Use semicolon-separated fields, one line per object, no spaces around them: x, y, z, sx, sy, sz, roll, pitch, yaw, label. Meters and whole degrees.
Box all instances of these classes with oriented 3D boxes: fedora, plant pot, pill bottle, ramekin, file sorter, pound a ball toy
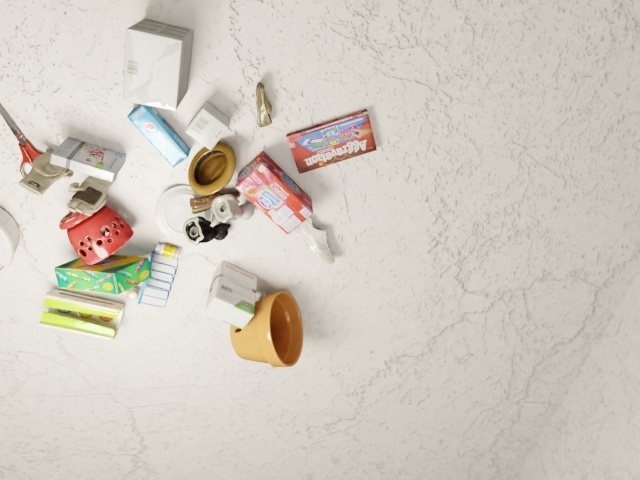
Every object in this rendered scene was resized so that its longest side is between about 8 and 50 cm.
-0.348;-0.230;1.640;0.194;0.194;0.079;-33;156;14;fedora
-0.217;0.356;1.936;0.203;0.291;0.291;-11;124;22;plant pot
-0.567;0.038;1.826;0.083;0.043;0.043;19;118;-17;pill bottle
-0.766;-0.039;1.678;0.191;0.191;0.174;-24;115;9;plant pot
-1.177;-0.013;1.690;0.272;0.127;0.273;-3;121;-4;ramekin
-0.608;0.150;1.849;0.104;0.118;0.170;16;119;-18;file sorter
-0.877;0.247;1.896;0.318;0.136;0.208;14;94;-13;pound a ball toy

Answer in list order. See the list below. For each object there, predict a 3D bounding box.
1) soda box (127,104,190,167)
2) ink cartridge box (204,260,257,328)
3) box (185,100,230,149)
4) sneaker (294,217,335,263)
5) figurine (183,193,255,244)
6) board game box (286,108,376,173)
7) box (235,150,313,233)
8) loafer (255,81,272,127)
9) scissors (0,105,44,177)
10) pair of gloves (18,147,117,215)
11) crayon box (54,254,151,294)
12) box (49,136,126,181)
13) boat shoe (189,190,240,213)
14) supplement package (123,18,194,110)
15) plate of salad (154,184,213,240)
-0.514;-0.342;1.580;0.067;0.071;0.210;-31;119;13;soda box
-0.331;0.201;1.847;0.160;0.219;0.093;28;118;-19;ink cartridge box
-0.357;-0.366;1.571;0.102;0.087;0.101;35;113;-24;box
0.000;0.000;1.841;0.094;0.080;0.212;-42;116;6;sneaker
-0.334;-0.071;1.709;0.214;0.209;0.092;-35;79;16;figurine
0.039;-0.331;1.665;0.281;0.027;0.145;-17;123;5;board game box
-0.155;-0.162;1.693;0.128;0.123;0.257;-39;117;17;box
-0.179;-0.432;1.569;0.050;0.056;0.148;-2;132;-5;loafer
-0.950;-0.322;1.587;0.108;0.021;0.297;-4;121;0;scissors
-0.802;-0.186;1.582;0.240;0.204;0.042;26;138;-21;pair of gloves
-0.756;0.112;1.718;0.278;0.165;0.081;3;108;23;crayon box
-0.735;-0.259;1.569;0.186;0.145;0.038;18;119;-15;box
-0.368;-0.145;1.711;0.177;0.064;0.060;-19;99;-12;boat shoe
-0.460;-0.506;1.408;0.149;0.203;0.194;10;119;-11;supplement package
-0.481;-0.097;1.743;0.199;0.048;0.200;-5;106;-19;plate of salad
